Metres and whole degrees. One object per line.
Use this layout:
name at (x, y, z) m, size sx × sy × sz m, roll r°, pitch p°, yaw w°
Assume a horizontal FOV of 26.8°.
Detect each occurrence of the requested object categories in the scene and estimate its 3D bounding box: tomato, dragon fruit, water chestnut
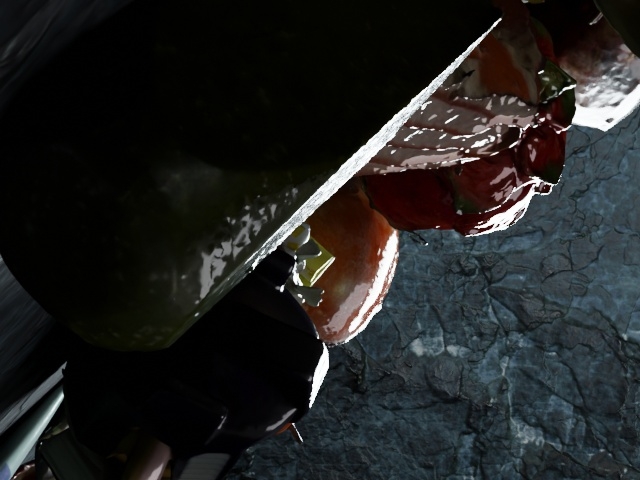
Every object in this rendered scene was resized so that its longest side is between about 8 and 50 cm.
tomato at (0.000, 0.000, 1.462) m, size 0.214 × 0.180 × 0.155 m, roll -61°, pitch 173°, yaw -61°
dragon fruit at (0.108, -0.095, 1.117) m, size 0.193 × 0.192 × 0.274 m, roll -23°, pitch 177°, yaw -24°
water chestnut at (0.348, -0.261, 1.440) m, size 0.350 × 0.302 × 0.350 m, roll -51°, pitch -178°, yaw 2°

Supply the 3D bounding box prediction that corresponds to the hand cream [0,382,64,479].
hand cream at (-0.275, 0.212, 0.973) m, size 0.109 × 0.067 × 0.321 m, roll -50°, pitch -175°, yaw 39°

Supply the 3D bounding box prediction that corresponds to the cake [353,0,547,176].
cake at (0.029, -0.082, 0.706) m, size 0.098 × 0.135 × 0.287 m, roll -30°, pitch -178°, yaw 41°

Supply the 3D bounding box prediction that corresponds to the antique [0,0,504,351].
antique at (-0.021, -0.046, 0.464) m, size 0.080 × 0.081 × 0.221 m, roll -50°, pitch 178°, yaw 37°

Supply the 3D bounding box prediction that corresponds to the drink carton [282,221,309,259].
drink carton at (-0.060, 0.013, 1.067) m, size 0.074 × 0.084 × 0.200 m, roll -59°, pitch -176°, yaw -33°

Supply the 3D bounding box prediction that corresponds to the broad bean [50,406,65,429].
broad bean at (-0.198, 0.162, 1.280) m, size 0.124 × 0.082 × 0.174 m, roll -51°, pitch 167°, yaw 29°

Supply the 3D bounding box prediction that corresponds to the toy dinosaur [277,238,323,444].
toy dinosaur at (-0.029, 0.038, 0.946) m, size 0.108 × 0.032 × 0.220 m, roll 122°, pitch -35°, yaw -58°

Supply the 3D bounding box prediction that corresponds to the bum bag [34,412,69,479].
bum bag at (-0.149, 0.139, 1.171) m, size 0.102 × 0.069 × 0.248 m, roll -52°, pitch 160°, yaw 27°

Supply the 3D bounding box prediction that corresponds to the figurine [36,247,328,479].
figurine at (-0.095, 0.095, 0.867) m, size 0.308 × 0.143 × 0.308 m, roll -178°, pitch -90°, yaw -72°

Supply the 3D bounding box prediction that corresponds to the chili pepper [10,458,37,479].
chili pepper at (-0.298, 0.282, 1.216) m, size 0.252 × 0.136 × 0.144 m, roll -31°, pitch -122°, yaw 57°

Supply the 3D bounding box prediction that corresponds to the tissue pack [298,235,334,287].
tissue pack at (-0.079, 0.051, 1.268) m, size 0.176 × 0.095 × 0.062 m, roll -49°, pitch 179°, yaw 34°

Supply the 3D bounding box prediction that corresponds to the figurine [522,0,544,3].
figurine at (0.167, -0.239, 0.993) m, size 0.178 × 0.109 × 0.130 m, roll -61°, pitch 171°, yaw -81°

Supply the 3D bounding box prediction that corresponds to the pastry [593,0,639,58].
pastry at (0.245, -0.176, 0.512) m, size 0.330 × 0.329 × 0.136 m, roll -48°, pitch -173°, yaw 18°
